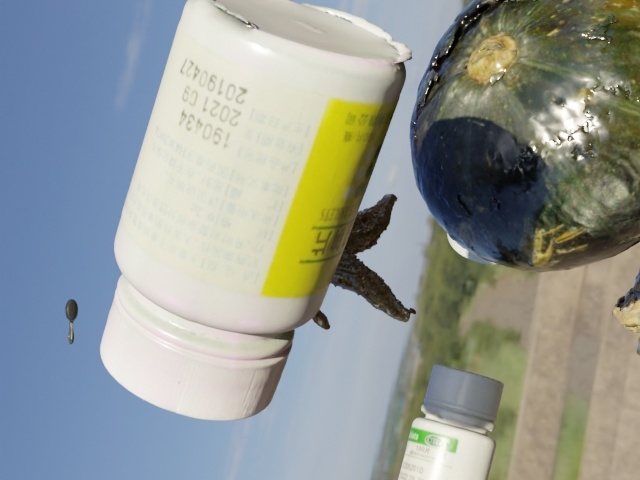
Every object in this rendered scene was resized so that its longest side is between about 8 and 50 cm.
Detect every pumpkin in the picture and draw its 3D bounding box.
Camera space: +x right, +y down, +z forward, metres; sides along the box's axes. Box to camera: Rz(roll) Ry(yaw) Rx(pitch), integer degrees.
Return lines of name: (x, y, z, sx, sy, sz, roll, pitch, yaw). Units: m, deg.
pumpkin: (0.325, -0.171, 1.642, 0.344, 0.454, 0.454, 22, -106, -39)

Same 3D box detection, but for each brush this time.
brush: (-0.455, 0.148, 2.160, 0.008, 0.024, 0.083, 163, 108, -66)

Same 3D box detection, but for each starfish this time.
starfish: (-0.002, 0.003, 1.381, 0.060, 0.299, 0.302, -59, 39, 31)

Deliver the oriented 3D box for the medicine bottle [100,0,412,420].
medicine bottle: (-0.074, -0.037, 1.125, 0.213, 0.214, 0.378, -64, -6, -69)

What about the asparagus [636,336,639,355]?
asparagus: (0.582, 0.188, 2.133, 0.108, 0.021, 0.025, 55, -128, -67)

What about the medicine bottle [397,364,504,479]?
medicine bottle: (0.202, 0.321, 1.838, 0.139, 0.139, 0.236, 63, -140, -80)

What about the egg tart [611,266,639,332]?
egg tart: (0.655, 0.058, 1.983, 0.352, 0.352, 0.150, -44, -60, -80)

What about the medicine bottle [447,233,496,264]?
medicine bottle: (0.312, -0.130, 2.040, 0.190, 0.190, 0.332, -73, -15, -48)
